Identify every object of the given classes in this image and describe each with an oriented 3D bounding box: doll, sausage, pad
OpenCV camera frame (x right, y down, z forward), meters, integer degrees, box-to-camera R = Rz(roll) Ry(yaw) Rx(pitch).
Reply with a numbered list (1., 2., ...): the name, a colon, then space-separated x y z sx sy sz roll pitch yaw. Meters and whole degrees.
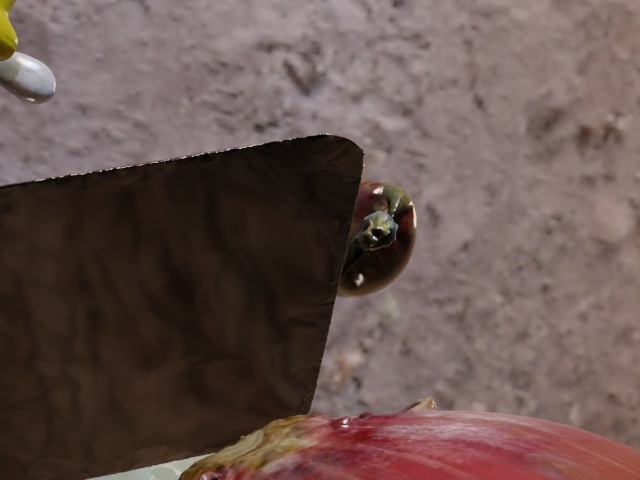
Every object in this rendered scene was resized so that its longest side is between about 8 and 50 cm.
1. doll: -0.195 -0.110 0.985 0.135 0.113 0.071 34 72 -27
2. sausage: 0.000 0.000 1.176 0.371 0.082 0.082 -178 -73 -81
3. pad: -0.078 0.042 0.846 0.181 0.004 0.267 -10 148 -14

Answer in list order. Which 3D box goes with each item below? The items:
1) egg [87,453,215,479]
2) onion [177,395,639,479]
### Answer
1. egg: -0.185 0.284 1.768 0.258 0.352 0.259 -5 99 -36
2. onion: 0.039 0.206 0.652 0.341 0.341 0.341 -28 126 -47
